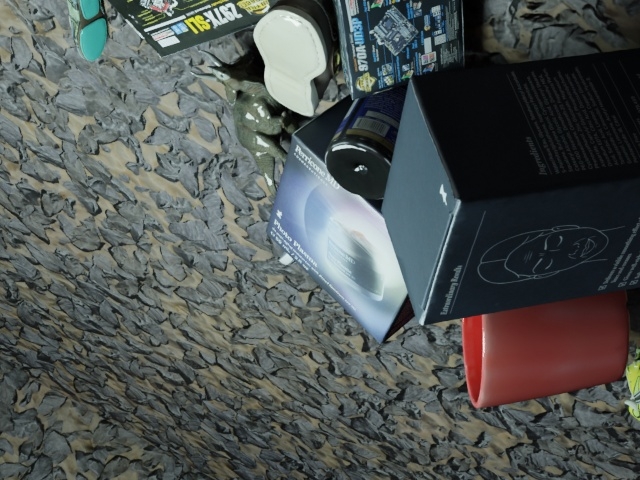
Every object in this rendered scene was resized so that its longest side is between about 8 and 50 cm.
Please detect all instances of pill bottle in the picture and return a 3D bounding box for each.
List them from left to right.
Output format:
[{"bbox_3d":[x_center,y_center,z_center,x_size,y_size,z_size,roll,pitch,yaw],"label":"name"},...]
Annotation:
[{"bbox_3d":[0.102,-0.178,1.654,0.123,0.219,0.122,20,146,14],"label":"pill bottle"}]

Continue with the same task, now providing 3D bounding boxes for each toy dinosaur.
[{"bbox_3d":[-0.095,-0.208,1.879,0.160,0.121,0.313,26,153,26],"label":"toy dinosaur"}]

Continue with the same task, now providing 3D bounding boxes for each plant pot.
[{"bbox_3d":[0.372,0.140,1.833,0.243,0.275,0.275,-1,142,1],"label":"plant pot"}]

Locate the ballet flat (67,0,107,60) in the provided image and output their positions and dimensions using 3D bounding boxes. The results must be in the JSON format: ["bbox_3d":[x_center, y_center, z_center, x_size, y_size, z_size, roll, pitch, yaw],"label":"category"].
[{"bbox_3d":[-0.407,-0.393,1.891,0.070,0.070,0.188,24,144,7],"label":"ballet flat"}]

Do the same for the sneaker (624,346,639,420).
[{"bbox_3d":[0.604,0.226,1.903,0.147,0.145,0.384,23,141,28],"label":"sneaker"}]

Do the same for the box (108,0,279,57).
[{"bbox_3d":[-0.213,-0.424,1.669,0.322,0.079,0.257,-9,137,44],"label":"box"}]

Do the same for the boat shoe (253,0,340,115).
[{"bbox_3d":[-0.023,-0.289,1.620,0.117,0.096,0.324,29,167,8],"label":"boat shoe"}]

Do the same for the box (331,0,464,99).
[{"bbox_3d":[0.109,-0.307,1.531,0.175,0.051,0.220,-17,144,-3],"label":"box"}]

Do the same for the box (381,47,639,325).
[{"bbox_3d":[0.310,-0.073,1.486,0.396,0.212,0.293,-9,147,-12],"label":"box"}]

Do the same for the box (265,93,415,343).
[{"bbox_3d":[0.084,-0.039,1.814,0.296,0.183,0.294,43,148,16],"label":"box"}]

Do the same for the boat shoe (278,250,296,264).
[{"bbox_3d":[0.000,0.000,2.100,0.076,0.080,0.228,37,138,-10],"label":"boat shoe"}]
